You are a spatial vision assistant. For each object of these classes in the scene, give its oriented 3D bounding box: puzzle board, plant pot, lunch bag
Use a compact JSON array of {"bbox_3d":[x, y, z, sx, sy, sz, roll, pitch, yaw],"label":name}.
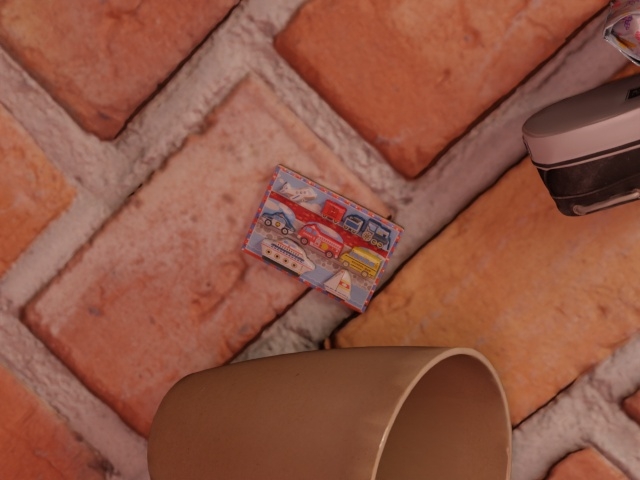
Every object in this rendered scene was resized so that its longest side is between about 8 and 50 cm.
[{"bbox_3d":[0.000,0.000,1.459,0.128,0.011,0.096,28,117,6],"label":"puzzle board"},{"bbox_3d":[-0.010,0.203,1.435,0.274,0.256,0.256,7,115,32],"label":"plant pot"},{"bbox_3d":[0.266,-0.168,1.269,0.083,0.071,0.053,8,118,12],"label":"lunch bag"}]

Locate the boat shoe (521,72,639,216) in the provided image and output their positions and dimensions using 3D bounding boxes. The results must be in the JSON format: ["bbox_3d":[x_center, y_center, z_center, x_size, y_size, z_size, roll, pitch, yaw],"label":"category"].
[{"bbox_3d":[0.312,-0.083,1.267,0.306,0.113,0.105,-16,112,26],"label":"boat shoe"}]
